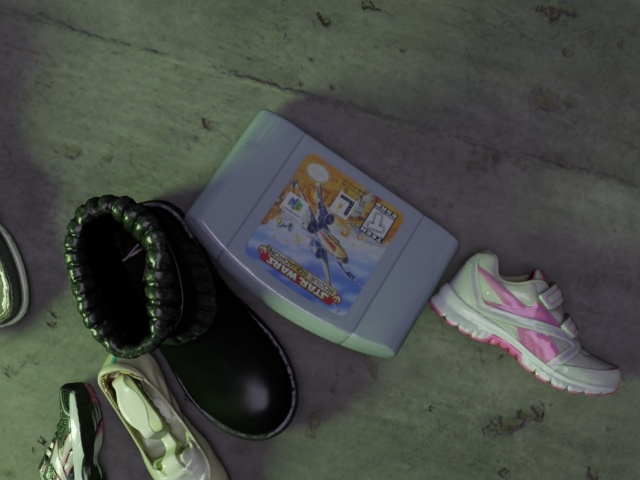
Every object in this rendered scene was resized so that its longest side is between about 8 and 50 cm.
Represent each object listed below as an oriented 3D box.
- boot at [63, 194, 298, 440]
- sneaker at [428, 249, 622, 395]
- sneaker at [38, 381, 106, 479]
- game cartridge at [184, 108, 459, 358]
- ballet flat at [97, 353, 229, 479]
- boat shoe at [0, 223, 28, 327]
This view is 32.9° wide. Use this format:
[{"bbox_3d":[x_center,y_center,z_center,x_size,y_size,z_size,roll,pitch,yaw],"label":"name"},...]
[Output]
[{"bbox_3d":[-0.152,0.101,1.223,0.131,0.260,0.348,-36,93,1],"label":"boot"},{"bbox_3d":[0.262,0.098,1.307,0.252,0.103,0.111,31,94,-3],"label":"sneaker"},{"bbox_3d":[-0.313,0.265,1.330,0.077,0.072,0.178,-5,88,10],"label":"sneaker"},{"bbox_3d":[0.000,0.000,1.285,0.297,0.062,0.198,34,62,-3],"label":"game cartridge"},{"bbox_3d":[-0.192,0.244,1.322,0.086,0.086,0.248,-32,94,1],"label":"ballet flat"},{"bbox_3d":[-0.456,-0.025,1.297,0.109,0.091,0.305,-30,93,1],"label":"boat shoe"}]
